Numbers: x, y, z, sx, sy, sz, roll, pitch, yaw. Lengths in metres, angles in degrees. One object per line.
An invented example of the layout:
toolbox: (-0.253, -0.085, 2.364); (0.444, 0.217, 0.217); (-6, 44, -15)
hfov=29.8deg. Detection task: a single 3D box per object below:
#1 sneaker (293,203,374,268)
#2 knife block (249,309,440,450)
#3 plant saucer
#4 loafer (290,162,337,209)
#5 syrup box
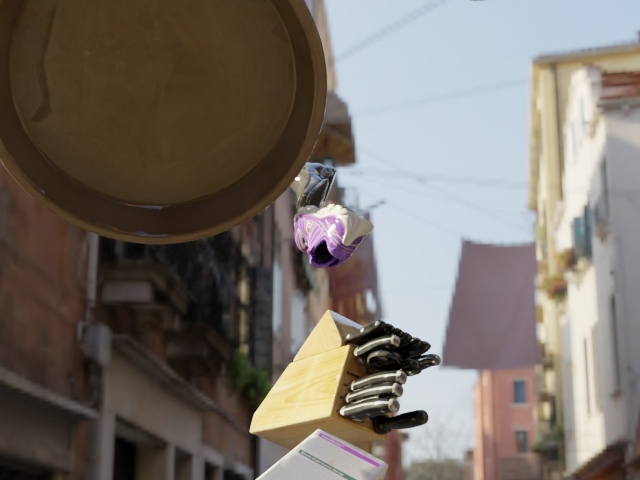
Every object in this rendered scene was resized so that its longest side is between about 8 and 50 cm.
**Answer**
sneaker: (0.000, 0.000, 1.413); (0.068, 0.071, 0.170); (32, -12, -12)
knife block: (0.032, 0.211, 1.503); (0.088, 0.276, 0.242); (28, 19, -23)
plant saucer: (-0.133, -0.127, 0.957); (0.278, 0.278, 0.041); (1, 28, -3)
loafer: (-0.021, -0.077, 1.792); (0.061, 0.062, 0.170); (21, 16, 3)
syrup box: (-0.027, 0.295, 1.244); (0.096, 0.093, 0.237); (25, 25, 22)
